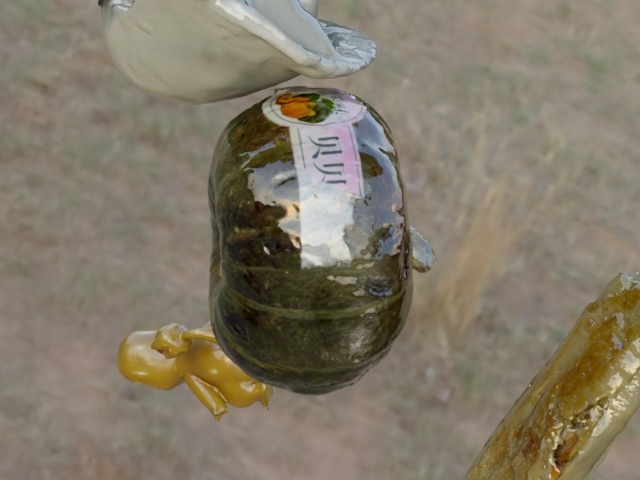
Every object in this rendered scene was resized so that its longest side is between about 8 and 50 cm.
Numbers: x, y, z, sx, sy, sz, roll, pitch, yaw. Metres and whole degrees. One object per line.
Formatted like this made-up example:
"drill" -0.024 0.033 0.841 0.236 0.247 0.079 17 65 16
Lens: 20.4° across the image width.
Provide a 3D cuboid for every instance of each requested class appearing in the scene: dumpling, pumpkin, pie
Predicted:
"dumpling" -0.061 -0.190 1.454 0.227 0.175 0.243 13 38 0
"pumpkin" 0.003 0.000 1.458 0.189 0.260 0.260 2 28 -6
"pie" 0.195 0.152 1.438 0.068 0.282 0.128 27 22 -22

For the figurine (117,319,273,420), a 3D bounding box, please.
"figurine" -0.134 0.114 1.791 0.176 0.121 0.122 -3 -24 28
